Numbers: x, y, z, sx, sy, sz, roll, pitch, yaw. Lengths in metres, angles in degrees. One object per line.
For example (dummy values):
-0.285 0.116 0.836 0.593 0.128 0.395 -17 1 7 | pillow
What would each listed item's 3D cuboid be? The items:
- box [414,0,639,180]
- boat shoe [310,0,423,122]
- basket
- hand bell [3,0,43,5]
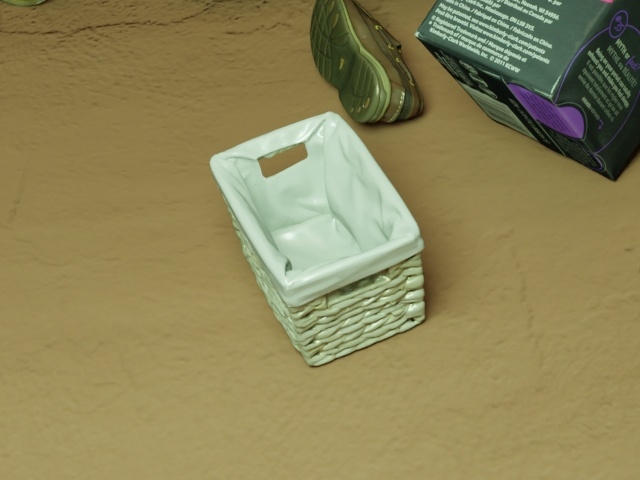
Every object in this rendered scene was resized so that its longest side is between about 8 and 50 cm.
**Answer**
0.228 -0.214 1.227 0.143 0.165 0.270 32 86 36 | box
0.039 -0.162 1.367 0.060 0.064 0.178 6 38 -28 | boat shoe
0.000 0.000 1.168 0.113 0.103 0.167 -21 44 -10 | basket
-0.258 -0.351 1.601 0.126 0.126 0.242 12 37 22 | hand bell
